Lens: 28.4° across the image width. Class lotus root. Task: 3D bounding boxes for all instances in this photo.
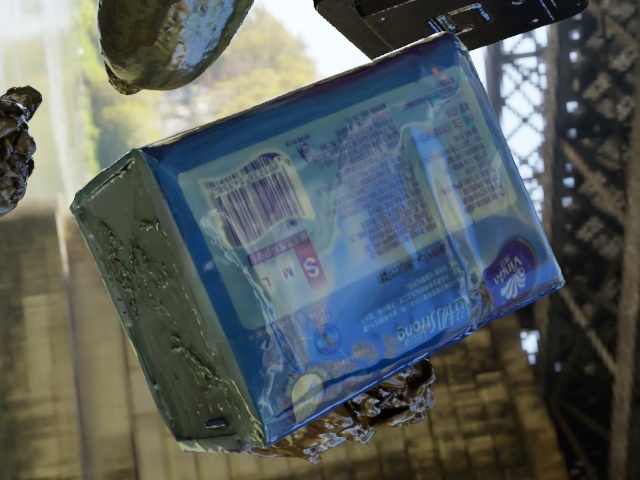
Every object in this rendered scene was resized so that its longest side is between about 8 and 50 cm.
[{"bbox_3d":[-0.153,-0.266,1.361,0.309,0.173,0.173,119,-32,-42],"label":"lotus root"}]

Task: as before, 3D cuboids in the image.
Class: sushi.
[{"bbox_3d":[-0.007,0.093,1.073,0.200,0.213,0.204,157,-49,-74],"label":"sushi"}]

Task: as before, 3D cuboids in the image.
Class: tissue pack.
[{"bbox_3d":[0.000,0.000,0.850,0.146,0.263,0.198,-20,-86,57],"label":"tissue pack"}]

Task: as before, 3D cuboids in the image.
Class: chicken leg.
[{"bbox_3d":[-0.313,-0.095,1.221,0.125,0.080,0.196,-48,-155,46],"label":"chicken leg"}]

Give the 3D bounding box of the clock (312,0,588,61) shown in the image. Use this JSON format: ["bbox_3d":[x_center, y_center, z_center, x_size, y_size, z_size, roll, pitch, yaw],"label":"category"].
[{"bbox_3d":[0.159,-0.277,1.471,0.279,0.273,0.049,25,51,-64],"label":"clock"}]
